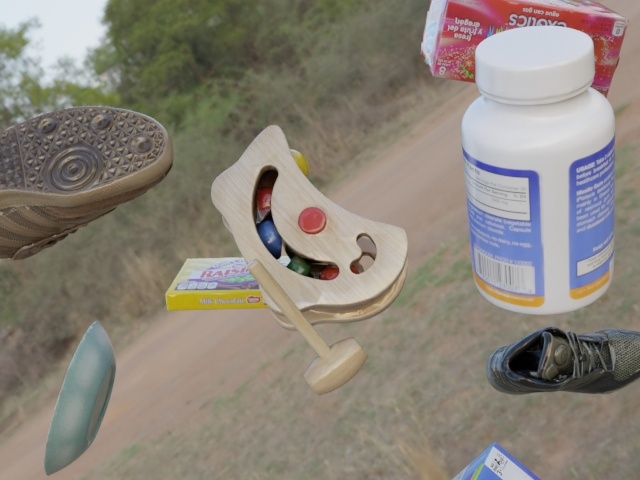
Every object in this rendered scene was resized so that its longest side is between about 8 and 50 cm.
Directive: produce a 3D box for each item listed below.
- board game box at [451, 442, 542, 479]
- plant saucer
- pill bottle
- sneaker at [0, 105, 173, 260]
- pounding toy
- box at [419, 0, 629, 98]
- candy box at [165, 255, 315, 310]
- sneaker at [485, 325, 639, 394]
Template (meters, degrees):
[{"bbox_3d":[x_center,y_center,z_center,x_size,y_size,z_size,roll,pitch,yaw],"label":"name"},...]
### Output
[{"bbox_3d":[0.050,0.357,0.836,0.233,0.078,0.347,-43,-9,-51],"label":"board game box"},{"bbox_3d":[-0.285,0.196,1.165,0.195,0.037,0.195,-164,90,-88],"label":"plant saucer"},{"bbox_3d":[0.224,-0.072,0.976,0.152,0.272,0.152,-7,30,4],"label":"pill bottle"},{"bbox_3d":[-0.174,-0.028,0.581,0.188,0.066,0.071,-12,-30,5],"label":"sneaker"},{"bbox_3d":[0.000,0.000,0.931,0.154,0.269,0.155,-28,-19,-5],"label":"pounding toy"},{"bbox_3d":[0.282,-0.285,1.342,0.128,0.256,0.123,-98,17,-65],"label":"box"},{"bbox_3d":[-0.070,0.048,1.122,0.205,0.027,0.105,-2,20,8],"label":"candy box"},{"bbox_3d":[0.339,0.157,1.237,0.227,0.087,0.130,-3,-11,-1],"label":"sneaker"}]
